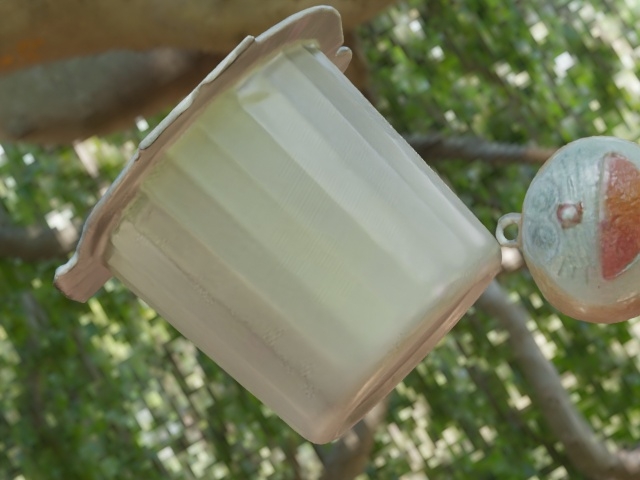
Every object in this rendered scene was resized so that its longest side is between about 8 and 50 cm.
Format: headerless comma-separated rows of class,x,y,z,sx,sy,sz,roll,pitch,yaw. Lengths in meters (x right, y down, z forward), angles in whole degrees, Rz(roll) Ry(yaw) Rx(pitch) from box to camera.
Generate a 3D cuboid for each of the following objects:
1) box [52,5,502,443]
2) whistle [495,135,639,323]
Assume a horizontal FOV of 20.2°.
box,0.000,0.000,1.205,0.291,0.206,0.262,-33,-15,-52
whistle,0.329,-0.013,1.688,0.347,0.189,0.189,-1,7,21
